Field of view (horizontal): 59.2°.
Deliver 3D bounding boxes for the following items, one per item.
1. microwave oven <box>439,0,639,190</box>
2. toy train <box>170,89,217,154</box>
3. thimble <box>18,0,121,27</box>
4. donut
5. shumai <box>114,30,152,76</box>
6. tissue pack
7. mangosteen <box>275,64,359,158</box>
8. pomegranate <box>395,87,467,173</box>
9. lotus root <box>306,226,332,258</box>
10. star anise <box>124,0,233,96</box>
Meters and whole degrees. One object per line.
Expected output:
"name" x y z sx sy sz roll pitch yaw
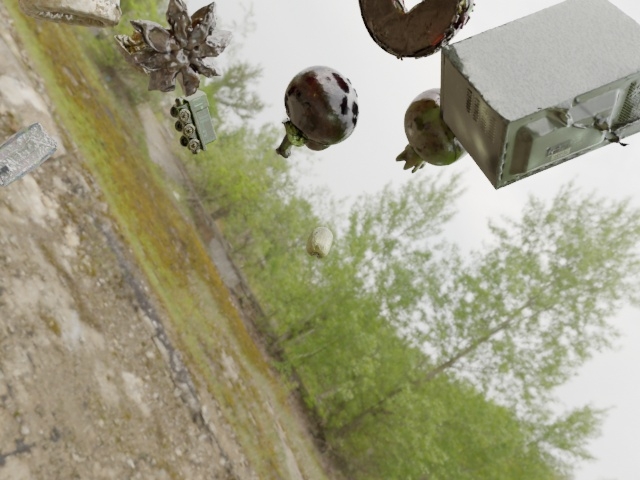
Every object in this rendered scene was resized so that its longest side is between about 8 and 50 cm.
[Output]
"microwave oven" 0.563 -0.369 1.400 0.236 0.432 0.374 74 -7 -55
"toy train" -0.467 -0.436 2.096 0.090 0.137 0.225 33 -35 43
"thimble" -0.589 -0.592 1.328 0.196 0.229 0.148 17 -71 47
"donut" 0.281 -0.636 1.526 0.345 0.136 0.259 -25 -89 45
"shumai" -0.538 -0.578 1.703 0.145 0.116 0.145 53 5 -7
"tissue pack" -0.541 -0.161 1.020 0.065 0.115 0.155 57 -15 -26
"mangosteen" -0.024 -0.348 1.584 0.231 0.289 0.231 46 7 -7
"pomegranate" 0.360 -0.315 1.754 0.242 0.242 0.306 56 -39 41
"lotus root" 0.000 -0.001 2.089 0.183 0.090 0.077 -66 177 -56
"star anise" -0.399 -0.550 1.631 0.117 0.331 0.332 60 -6 35
